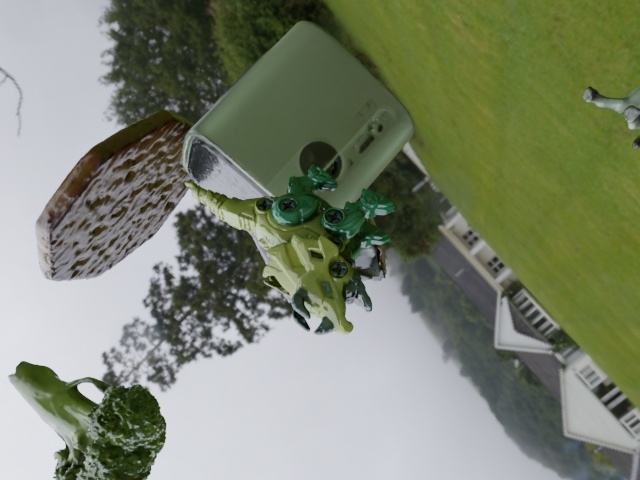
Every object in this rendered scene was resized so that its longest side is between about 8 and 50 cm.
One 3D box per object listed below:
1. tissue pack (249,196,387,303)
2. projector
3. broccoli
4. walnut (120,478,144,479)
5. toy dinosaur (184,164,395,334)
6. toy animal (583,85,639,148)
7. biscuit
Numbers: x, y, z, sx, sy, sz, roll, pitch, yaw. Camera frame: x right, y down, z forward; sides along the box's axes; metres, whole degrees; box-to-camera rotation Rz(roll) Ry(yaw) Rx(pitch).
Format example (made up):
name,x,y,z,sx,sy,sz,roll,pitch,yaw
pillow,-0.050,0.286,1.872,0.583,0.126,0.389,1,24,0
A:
name,x,y,z,sx,sy,sz,roll,pitch,yaw
tissue pack,0.000,0.000,1.214,0.332,0.244,0.123,67,-164,-53
projector,-0.043,-0.144,0.913,0.248,0.249,0.248,43,163,-6
broccoli,-0.415,0.361,1.088,0.302,0.254,0.186,13,-162,38
walnut,-0.270,0.435,0.795,0.213,0.213,0.213,42,-165,-13
toy dinosaur,-0.032,-0.016,0.630,0.259,0.153,0.094,37,151,21
toy animal,0.416,-0.220,0.638,0.169,0.255,0.090,15,-146,-32
biscuit,-0.326,-0.070,0.971,0.046,0.359,0.359,38,-167,8
